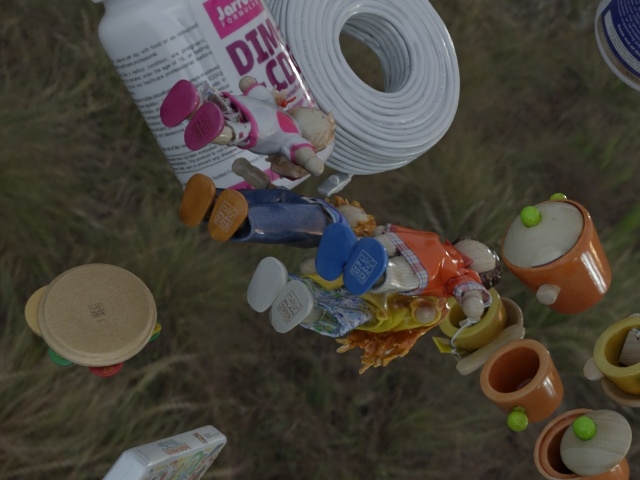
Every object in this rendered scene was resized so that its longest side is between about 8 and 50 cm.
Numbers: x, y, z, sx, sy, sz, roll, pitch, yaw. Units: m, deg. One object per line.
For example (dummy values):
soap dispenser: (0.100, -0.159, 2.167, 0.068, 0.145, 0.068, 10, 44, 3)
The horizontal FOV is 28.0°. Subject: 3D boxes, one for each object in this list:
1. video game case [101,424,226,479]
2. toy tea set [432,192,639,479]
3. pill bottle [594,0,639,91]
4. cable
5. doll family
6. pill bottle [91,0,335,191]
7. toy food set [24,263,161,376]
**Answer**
video game case: (-0.172, 0.245, 0.987, 0.026, 0.227, 0.206, 37, 4, 11)
toy tea set: (0.217, 0.086, 1.198, 0.124, 0.200, 0.336, 50, 5, -35)
pill bottle: (0.392, -0.262, 1.283, 0.153, 0.264, 0.153, 4, 70, -10)
cable: (0.043, -0.203, 1.463, 0.257, 0.089, 0.257, -25, 89, -39)
doll family: (0.000, 0.000, 0.838, 0.163, 0.118, 0.263, 5, 31, -49)
pill bottle: (-0.115, -0.178, 1.244, 0.283, 0.160, 0.160, 62, 38, -18)
toy food set: (-0.153, 0.053, 0.875, 0.083, 0.020, 0.082, -31, 67, -27)
